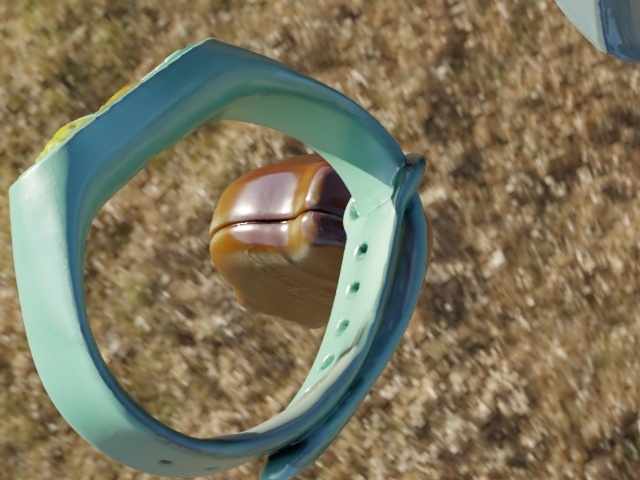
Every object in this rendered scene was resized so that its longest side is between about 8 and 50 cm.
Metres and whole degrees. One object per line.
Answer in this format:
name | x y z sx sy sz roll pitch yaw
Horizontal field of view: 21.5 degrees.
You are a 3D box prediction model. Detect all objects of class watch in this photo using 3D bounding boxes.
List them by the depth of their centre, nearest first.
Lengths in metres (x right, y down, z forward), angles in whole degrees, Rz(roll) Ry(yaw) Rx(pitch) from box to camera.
watch | -0.041 0.004 0.824 0.195 0.068 0.237 51 50 -6

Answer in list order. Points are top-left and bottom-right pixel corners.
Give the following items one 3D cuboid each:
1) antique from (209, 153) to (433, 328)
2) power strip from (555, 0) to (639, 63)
antique | 0.000 0.000 1.721 0.223 0.278 0.129 15 69 -7
power strip | 0.187 -0.223 0.871 0.054 0.253 0.167 -21 68 -40
